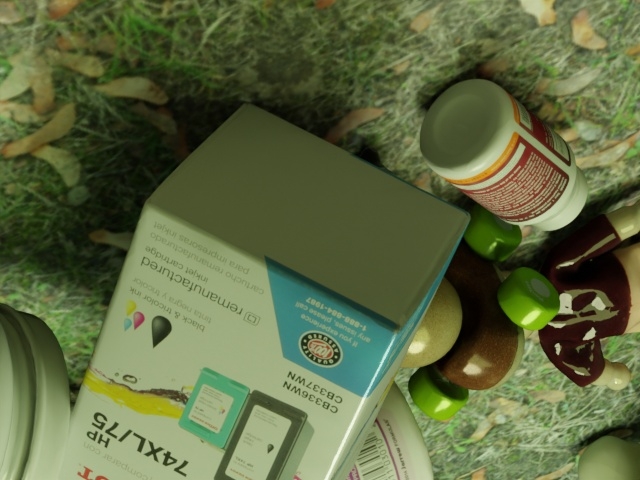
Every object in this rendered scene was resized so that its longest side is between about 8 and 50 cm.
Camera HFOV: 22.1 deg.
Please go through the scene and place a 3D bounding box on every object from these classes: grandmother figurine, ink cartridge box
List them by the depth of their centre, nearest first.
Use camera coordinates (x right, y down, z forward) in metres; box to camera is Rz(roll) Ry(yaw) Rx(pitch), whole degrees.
[{"bbox_3d":[-0.046,0.082,1.227,0.198,0.197,0.270,27,122,7],"label":"ink cartridge box"},{"bbox_3d":[0.272,0.051,1.532,0.342,0.104,0.208,-8,111,-16],"label":"grandmother figurine"}]

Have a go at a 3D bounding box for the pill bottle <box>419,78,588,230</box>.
[{"bbox_3d":[0.155,-0.064,1.338,0.086,0.086,0.152,-39,139,18],"label":"pill bottle"}]

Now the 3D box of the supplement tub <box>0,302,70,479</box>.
[{"bbox_3d":[-0.361,0.116,1.157,0.316,0.228,0.228,15,127,-39],"label":"supplement tub"}]

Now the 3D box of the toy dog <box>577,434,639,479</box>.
[{"bbox_3d":[0.470,0.247,1.608,0.284,0.395,0.408,-2,151,-14],"label":"toy dog"}]

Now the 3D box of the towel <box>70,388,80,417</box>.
[{"bbox_3d":[-0.241,0.203,1.466,0.282,0.049,0.187,11,130,-37],"label":"towel"}]

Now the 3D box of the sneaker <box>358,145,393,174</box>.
[{"bbox_3d":[0.001,0.002,1.364,0.170,0.051,0.089,-38,141,8],"label":"sneaker"}]

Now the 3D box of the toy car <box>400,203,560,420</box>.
[{"bbox_3d":[0.074,0.052,1.371,0.188,0.149,0.155,11,131,-41],"label":"toy car"}]

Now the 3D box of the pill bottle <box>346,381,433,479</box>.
[{"bbox_3d":[-0.067,0.225,1.425,0.301,0.169,0.169,-21,143,-21],"label":"pill bottle"}]
